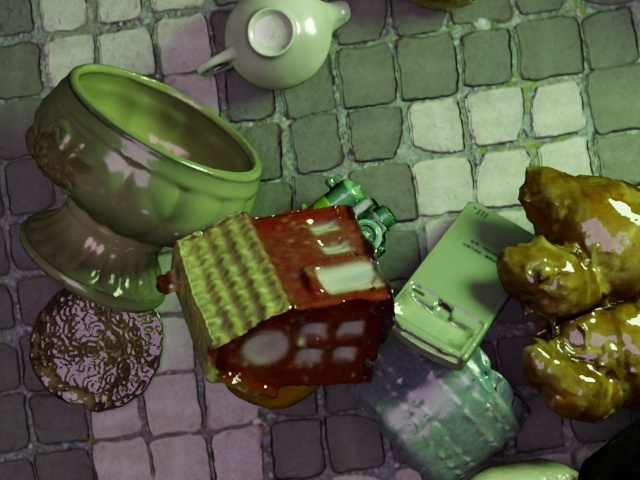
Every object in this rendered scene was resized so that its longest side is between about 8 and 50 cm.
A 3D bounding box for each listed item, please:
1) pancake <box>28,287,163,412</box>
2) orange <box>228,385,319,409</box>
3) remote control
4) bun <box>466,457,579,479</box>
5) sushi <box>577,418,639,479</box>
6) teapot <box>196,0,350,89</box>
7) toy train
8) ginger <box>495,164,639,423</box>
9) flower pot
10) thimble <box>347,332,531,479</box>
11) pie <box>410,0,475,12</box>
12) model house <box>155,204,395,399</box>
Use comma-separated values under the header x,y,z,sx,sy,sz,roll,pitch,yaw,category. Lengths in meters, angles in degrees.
x,y,z,sx,sy,sz,roll,pitch,yaw,category
-0.315,0.147,1.843,0.199,0.021,0.199,0,90,7,pancake
-0.066,0.154,1.740,0.159,0.159,0.136,17,57,7,orange
0.183,0.056,1.668,0.123,0.285,0.038,29,133,10,remote control
0.269,0.410,1.687,0.273,0.168,0.273,8,70,-23,bun
0.482,0.324,1.572,0.299,0.281,0.294,27,126,-32,sushi
-0.069,-0.275,1.784,0.226,0.092,0.145,-20,86,10,teapot
0.000,0.000,1.774,0.200,0.083,0.132,-38,82,5,toy train
0.354,0.069,1.669,0.274,0.152,0.357,-12,90,-16,ginger
-0.253,-0.061,1.712,0.307,0.307,0.244,32,107,7,flower pot
0.146,0.190,1.699,0.172,0.205,0.236,-40,56,0,thimble
0.156,-0.407,1.755,0.205,0.084,0.179,23,91,9,pie
-0.063,0.077,1.589,0.254,0.196,0.160,-7,133,-17,model house
